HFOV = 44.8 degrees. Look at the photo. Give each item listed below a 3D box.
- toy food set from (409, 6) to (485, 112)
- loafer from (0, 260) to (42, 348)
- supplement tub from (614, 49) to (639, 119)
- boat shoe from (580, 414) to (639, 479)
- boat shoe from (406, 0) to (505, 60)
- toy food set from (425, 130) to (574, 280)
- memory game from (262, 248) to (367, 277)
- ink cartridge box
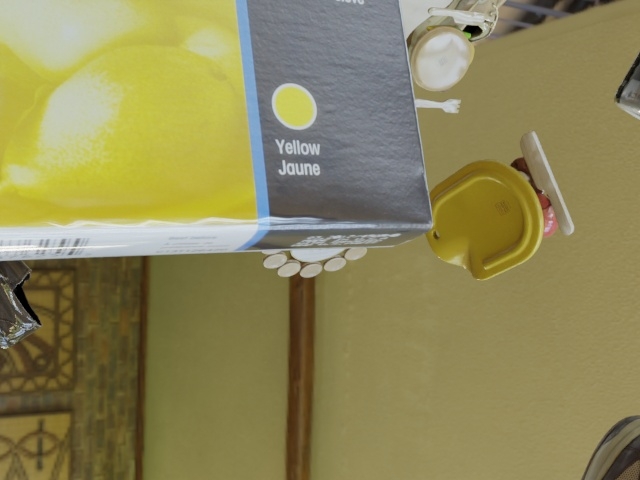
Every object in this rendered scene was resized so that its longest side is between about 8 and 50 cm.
[{"bbox_3d":[0.224,-0.338,1.444,0.038,0.133,0.192,-121,-142,-56],"label":"toy food set"},{"bbox_3d":[-0.466,0.045,1.146,0.080,0.078,0.220,-133,-153,-80],"label":"loafer"},{"bbox_3d":[0.398,-0.201,0.794,0.190,0.117,0.117,-64,-147,15],"label":"supplement tub"},{"bbox_3d":[0.352,0.385,0.947,0.355,0.132,0.130,-61,-156,-2],"label":"boat shoe"},{"bbox_3d":[0.301,-0.437,1.538,0.098,0.302,0.109,43,-15,26],"label":"boat shoe"},{"bbox_3d":[0.214,-0.037,0.897,0.218,0.071,0.128,-34,-98,54],"label":"toy food set"},{"bbox_3d":[0.000,0.000,1.144,0.186,0.186,0.012,-58,-139,45],"label":"memory game"},{"bbox_3d":[-0.095,-0.144,0.439,0.072,0.304,0.307,153,-67,-63],"label":"ink cartridge box"}]
